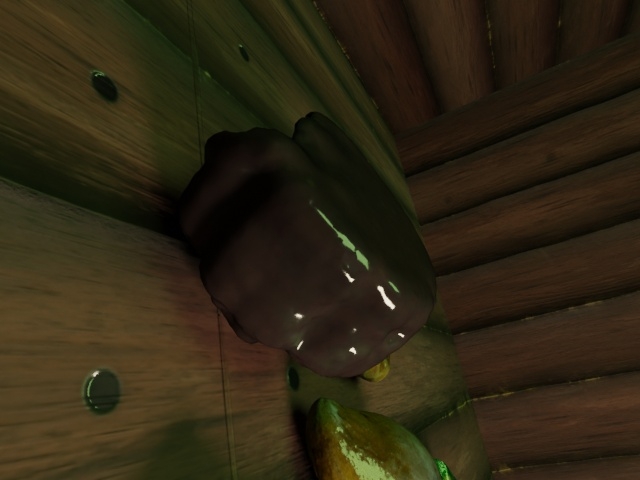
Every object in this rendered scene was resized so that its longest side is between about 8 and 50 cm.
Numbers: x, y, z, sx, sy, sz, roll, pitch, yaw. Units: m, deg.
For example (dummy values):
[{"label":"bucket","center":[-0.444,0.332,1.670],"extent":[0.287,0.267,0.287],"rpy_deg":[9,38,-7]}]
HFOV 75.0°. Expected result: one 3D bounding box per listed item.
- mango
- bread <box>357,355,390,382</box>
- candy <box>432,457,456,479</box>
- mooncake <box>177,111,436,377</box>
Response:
[{"label":"mango","center":[0.086,0.356,0.643],"extent":[0.316,0.146,0.193],"rpy_deg":[51,20,-27]},{"label":"bread","center":[0.060,0.197,0.795],"extent":[0.087,0.098,0.269],"rpy_deg":[-55,138,-13]},{"label":"candy","center":[0.307,0.643,1.039],"extent":[0.141,0.078,0.203],"rpy_deg":[-71,150,-43]},{"label":"mooncake","center":[0.000,0.000,0.584],"extent":[0.351,0.212,0.381],"rpy_deg":[50,23,11]}]
